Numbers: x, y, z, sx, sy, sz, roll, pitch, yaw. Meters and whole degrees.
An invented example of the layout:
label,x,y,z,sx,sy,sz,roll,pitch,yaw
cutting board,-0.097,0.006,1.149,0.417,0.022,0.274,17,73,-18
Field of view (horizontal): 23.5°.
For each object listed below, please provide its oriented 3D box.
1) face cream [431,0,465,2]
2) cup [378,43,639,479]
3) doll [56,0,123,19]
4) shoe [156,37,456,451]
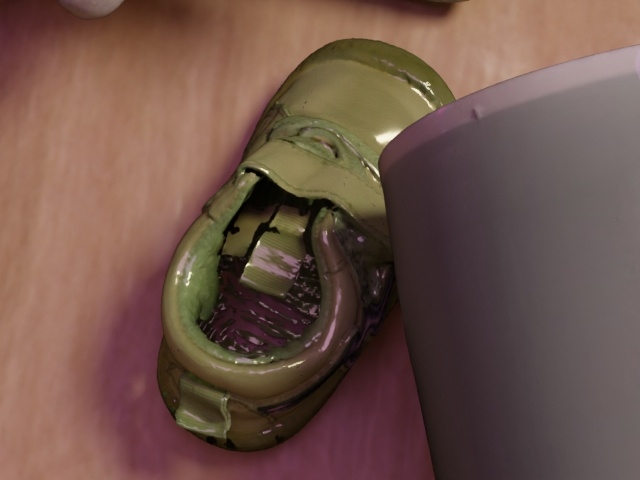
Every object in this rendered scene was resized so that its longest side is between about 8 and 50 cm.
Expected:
label,x,y,z,sx,sy,sz,roll,pitch,yaw
face cream,0.071,-0.330,0.989,0.174,0.081,0.348,19,75,3
cup,0.210,0.074,0.760,0.259,0.357,0.274,-19,74,44
doll,-0.119,-0.295,0.931,0.376,0.187,0.365,-6,69,12
shoe,0.001,0.002,0.883,0.140,0.128,0.262,31,80,-2
